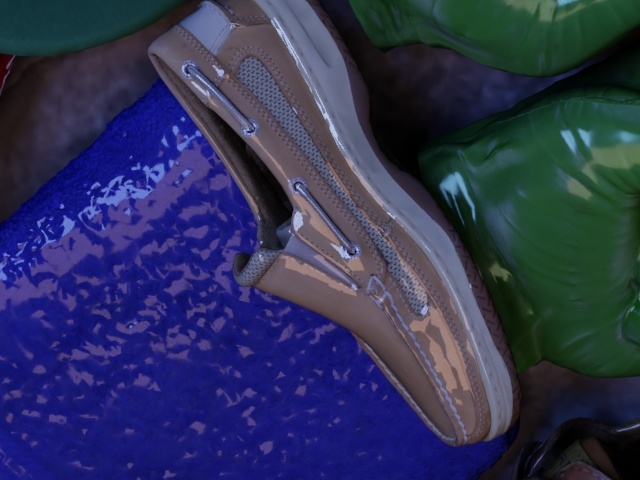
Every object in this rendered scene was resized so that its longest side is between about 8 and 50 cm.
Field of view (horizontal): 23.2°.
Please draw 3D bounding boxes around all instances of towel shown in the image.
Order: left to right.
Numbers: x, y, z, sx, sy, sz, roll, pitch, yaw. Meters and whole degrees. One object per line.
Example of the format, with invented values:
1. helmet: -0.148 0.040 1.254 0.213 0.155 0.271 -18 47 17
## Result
1. towel: -0.095 0.096 0.671 0.308 0.076 0.227 -40 111 12

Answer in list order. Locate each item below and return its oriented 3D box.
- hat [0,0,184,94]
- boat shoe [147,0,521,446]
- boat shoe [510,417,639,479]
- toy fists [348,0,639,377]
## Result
1. hat: -0.132 -0.133 0.608 0.173 0.183 0.208 41 74 -10
2. boat shoe: 0.000 0.000 0.565 0.072 0.068 0.190 -31 90 -23
3. boat shoe: 0.115 0.122 0.649 0.307 0.110 0.104 -23 112 -2
4. toy fists: 0.095 -0.069 0.571 0.142 0.096 0.279 -17 111 13
